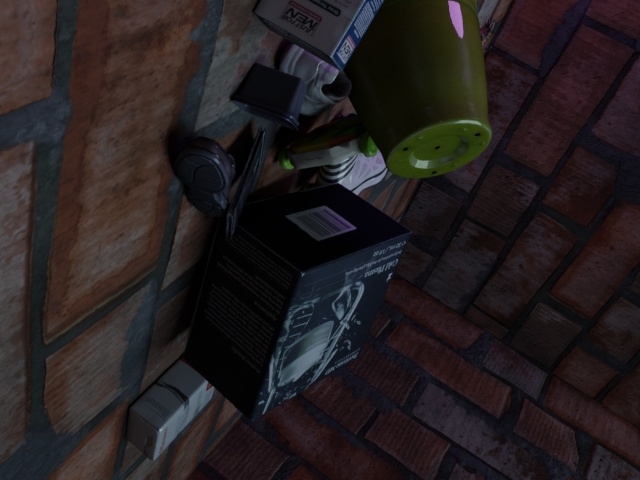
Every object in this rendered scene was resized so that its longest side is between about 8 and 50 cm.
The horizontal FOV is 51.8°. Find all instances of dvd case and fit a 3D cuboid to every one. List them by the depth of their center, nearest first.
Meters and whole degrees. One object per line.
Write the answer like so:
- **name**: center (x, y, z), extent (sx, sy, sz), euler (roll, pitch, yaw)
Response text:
- **dvd case**: center (-0.168, -0.125, 1.472), extent (0.164, 0.018, 0.221), euler (115, -6, -70)

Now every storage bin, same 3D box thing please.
- **storage bin**: center (-0.092, -0.289, 1.323), extent (0.091, 0.135, 0.098), euler (-67, 167, 0)

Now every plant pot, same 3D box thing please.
- **plant pot**: center (0.222, -0.344, 1.487), extent (0.366, 0.353, 0.366), euler (-11, 158, -5)

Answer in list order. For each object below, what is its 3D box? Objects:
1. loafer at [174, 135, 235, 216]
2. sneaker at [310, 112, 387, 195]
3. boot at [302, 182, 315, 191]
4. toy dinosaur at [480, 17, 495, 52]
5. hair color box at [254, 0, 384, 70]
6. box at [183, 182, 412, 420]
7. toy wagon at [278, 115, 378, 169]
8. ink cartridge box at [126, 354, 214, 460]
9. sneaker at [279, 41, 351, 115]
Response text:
- **loafer**: center (-0.219, -0.141, 1.303), extent (0.302, 0.109, 0.095), euler (107, 1, -71)
- **sneaker**: center (0.129, -0.293, 2.056), extent (0.447, 0.169, 0.257), euler (-50, 162, -48)
- **boot**: center (-0.057, -0.112, 2.057), extent (0.158, 0.059, 0.084), euler (-59, 168, -35)
- **toy dinosaur**: center (0.510, -0.753, 2.295), extent (0.127, 0.200, 0.296), euler (-61, 166, 17)
- **hair color box**: center (0.049, -0.509, 1.197), extent (0.347, 0.174, 0.105), euler (-58, 169, 6)
- **box**: center (-0.062, 0.143, 1.780), extent (0.480, 0.297, 0.471), euler (-19, 137, -48)
- **toy wagon**: center (0.059, -0.268, 1.708), extent (0.344, 0.267, 0.068), euler (-44, 122, -49)
- **ink cartridge box**: center (-0.431, 0.476, 1.930), extent (0.273, 0.114, 0.197), euler (-46, 165, -43)
- **sneaker**: center (-0.002, -0.335, 1.485), extent (0.114, 0.152, 0.305), euler (-58, 169, -2)
